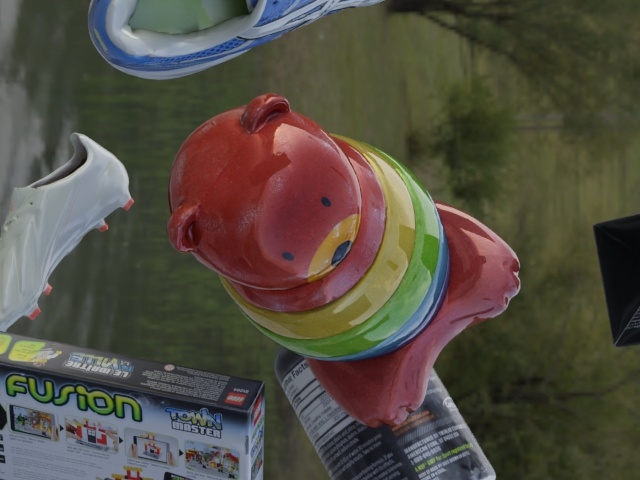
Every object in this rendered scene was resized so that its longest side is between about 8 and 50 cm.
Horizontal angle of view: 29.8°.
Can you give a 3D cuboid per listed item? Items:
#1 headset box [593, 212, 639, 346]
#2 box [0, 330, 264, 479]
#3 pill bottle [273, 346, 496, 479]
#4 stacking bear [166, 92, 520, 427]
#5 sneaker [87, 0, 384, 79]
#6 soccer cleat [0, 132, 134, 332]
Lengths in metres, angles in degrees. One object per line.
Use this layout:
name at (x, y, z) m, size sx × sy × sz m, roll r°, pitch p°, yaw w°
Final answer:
headset box at (0.400, 0.023, 1.044) m, size 0.293 × 0.218 × 0.110 m, roll 5°, pitch 74°, yaw -54°
box at (-0.142, 0.132, 0.820) m, size 0.036 × 0.207 × 0.114 m, roll -62°, pitch 159°, yaw -58°
pill bottle at (0.043, 0.140, 1.081) m, size 0.245 × 0.130 × 0.130 m, roll 61°, pitch -3°, yaw 19°
stacking bear at (0.000, 0.000, 0.798) m, size 0.175 × 0.164 × 0.289 m, roll -49°, pitch 153°, yaw 2°
sneaker at (-0.005, -0.126, 0.516) m, size 0.080 × 0.211 × 0.081 m, roll 59°, pitch 5°, yaw -12°
soccer cleat at (-0.233, 0.000, 0.957) m, size 0.196 × 0.068 × 0.076 m, roll -51°, pitch 122°, yaw -19°
